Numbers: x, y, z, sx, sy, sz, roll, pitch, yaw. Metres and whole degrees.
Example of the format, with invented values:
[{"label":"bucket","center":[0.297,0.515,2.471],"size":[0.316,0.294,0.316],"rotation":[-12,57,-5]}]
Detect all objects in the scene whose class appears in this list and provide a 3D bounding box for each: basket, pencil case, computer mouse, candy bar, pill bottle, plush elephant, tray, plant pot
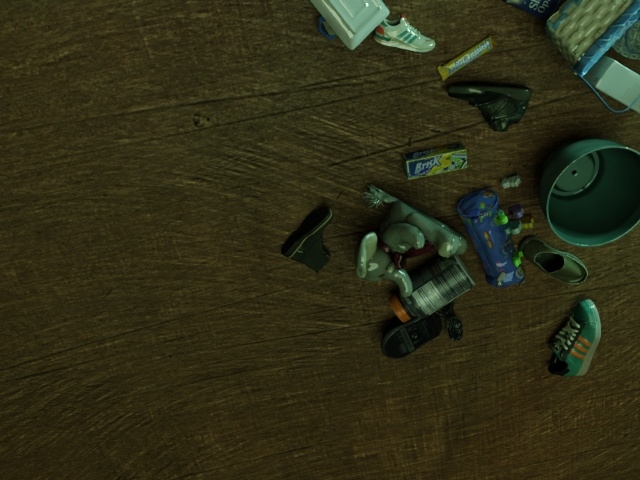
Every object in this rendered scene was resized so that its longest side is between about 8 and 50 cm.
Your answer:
[{"label":"basket","center":[0.701,-0.482,1.595],"size":[0.255,0.201,0.289],"rotation":[-44,76,17]},{"label":"pencil case","center":[0.496,0.004,1.956],"size":[0.119,0.133,0.306],"rotation":[-10,123,31]},{"label":"computer mouse","center":[0.306,0.278,2.128],"size":[0.272,0.072,0.188],"rotation":[-24,118,-7]},{"label":"candy bar","center":[0.377,-0.471,1.737],"size":[0.161,0.018,0.040],"rotation":[-30,118,11]},{"label":"pill bottle","center":[0.325,0.145,2.014],"size":[0.246,0.130,0.130],"rotation":[-34,117,13]},{"label":"plush elephant","center":[0.208,0.030,1.868],"size":[0.330,0.272,0.255],"rotation":[31,100,9]},{"label":"tray","center":[0.040,-0.594,1.572],"size":[0.145,0.030,0.270],"rotation":[-47,110,-11]},{"label":"plant pot","center":[0.725,-0.157,1.853],"size":[0.293,0.196,0.293],"rotation":[-3,120,-5]}]

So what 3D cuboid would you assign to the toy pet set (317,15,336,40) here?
[{"label":"toy pet set","center":[0.053,-0.538,1.651],"size":[0.114,0.065,0.122],"rotation":[-46,124,-21]}]

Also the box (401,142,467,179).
[{"label":"box","center":[0.311,-0.217,1.851],"size":[0.169,0.054,0.059],"rotation":[-12,120,-1]}]

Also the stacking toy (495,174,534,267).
[{"label":"stacking toy","center":[0.544,-0.058,1.885],"size":[0.052,0.221,0.167],"rotation":[-11,123,30]}]

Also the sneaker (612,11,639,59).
[{"label":"sneaker","center":[0.851,-0.511,1.723],"size":[0.297,0.129,0.111],"rotation":[21,118,3]}]

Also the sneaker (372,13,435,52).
[{"label":"sneaker","center":[0.213,-0.514,1.670],"size":[0.161,0.057,0.075],"rotation":[8,124,-8]}]

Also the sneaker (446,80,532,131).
[{"label":"sneaker","center":[0.435,-0.349,1.773],"size":[0.228,0.087,0.130],"rotation":[3,113,-15]}]

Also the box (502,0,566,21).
[{"label":"box","center":[0.545,-0.624,1.662],"size":[0.225,0.036,0.136],"rotation":[17,116,-14]}]

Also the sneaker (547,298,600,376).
[{"label":"sneaker","center":[0.814,0.326,2.187],"size":[0.121,0.108,0.302],"rotation":[-6,121,-8]}]

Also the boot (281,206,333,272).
[{"label":"boot","center":[0.000,0.000,1.935],"size":[0.137,0.077,0.198],"rotation":[32,124,-27]}]

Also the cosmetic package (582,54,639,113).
[{"label":"cosmetic package","center":[0.803,-0.401,1.771],"size":[0.231,0.117,0.085],"rotation":[23,113,-20]}]

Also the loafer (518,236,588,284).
[{"label":"loafer","center":[0.711,0.077,2.045],"size":[0.251,0.087,0.094],"rotation":[23,114,-18]}]
